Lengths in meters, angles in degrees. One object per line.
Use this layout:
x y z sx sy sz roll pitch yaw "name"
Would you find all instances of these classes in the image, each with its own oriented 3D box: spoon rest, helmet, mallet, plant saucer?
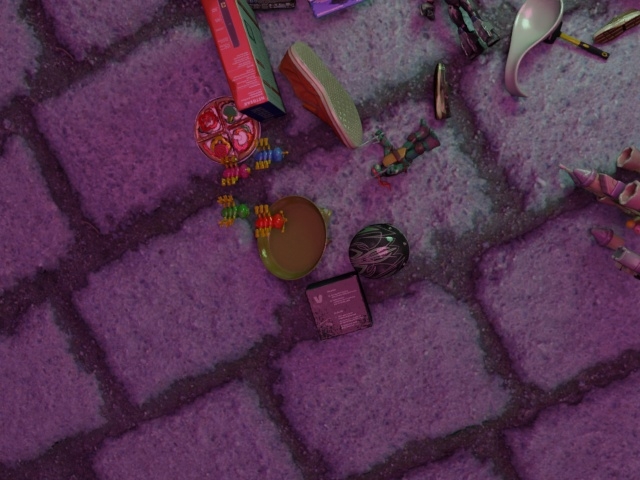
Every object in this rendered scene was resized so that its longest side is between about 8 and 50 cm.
0.557 -0.527 1.594 0.084 0.137 0.276 7 103 -39 "spoon rest"
0.162 0.030 1.665 0.169 0.161 0.169 1 96 5 "helmet"
0.688 -0.528 1.621 0.189 0.039 0.062 31 99 -3 "mallet"
-0.075 -0.007 1.705 0.241 0.037 0.241 -3 84 32 "plant saucer"

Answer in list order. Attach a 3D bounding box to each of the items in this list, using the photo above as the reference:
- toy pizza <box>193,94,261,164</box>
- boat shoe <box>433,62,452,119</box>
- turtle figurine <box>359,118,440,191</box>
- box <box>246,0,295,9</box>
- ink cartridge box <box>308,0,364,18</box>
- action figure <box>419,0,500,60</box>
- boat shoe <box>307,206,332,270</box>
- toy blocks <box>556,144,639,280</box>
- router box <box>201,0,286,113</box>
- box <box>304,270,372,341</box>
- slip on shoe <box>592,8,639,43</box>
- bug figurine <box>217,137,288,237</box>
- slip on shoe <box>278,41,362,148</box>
-0.273 -0.319 1.734 0.201 0.032 0.201 1 96 6 "toy pizza"
0.340 -0.413 1.658 0.049 0.056 0.152 -2 106 1 "boat shoe"
0.208 -0.238 1.660 0.234 0.118 0.175 -32 52 6 "turtle figurine"
-0.167 -0.722 1.623 0.190 0.045 0.184 -1 130 4 "box"
0.021 -0.779 1.641 0.185 0.065 0.311 -19 92 5 "ink cartridge box"
0.365 -0.627 1.587 0.185 0.099 0.285 -32 93 48 "action figure"
0.000 0.000 1.731 0.072 0.068 0.190 7 99 -11 "boat shoe"
0.754 -0.107 1.533 0.260 0.288 0.309 27 100 -4 "toy blocks"
-0.191 -0.474 1.557 0.082 0.335 0.301 -17 94 6 "router box"
0.055 0.187 1.727 0.156 0.093 0.158 -17 95 7 "box"
0.790 -0.576 1.602 0.135 0.051 0.041 -28 53 16 "slip on shoe"
-0.190 -0.143 1.706 0.216 0.072 0.279 -2 85 20 "bug figurine"
0.004 -0.392 1.672 0.101 0.123 0.331 -32 98 40 "slip on shoe"
